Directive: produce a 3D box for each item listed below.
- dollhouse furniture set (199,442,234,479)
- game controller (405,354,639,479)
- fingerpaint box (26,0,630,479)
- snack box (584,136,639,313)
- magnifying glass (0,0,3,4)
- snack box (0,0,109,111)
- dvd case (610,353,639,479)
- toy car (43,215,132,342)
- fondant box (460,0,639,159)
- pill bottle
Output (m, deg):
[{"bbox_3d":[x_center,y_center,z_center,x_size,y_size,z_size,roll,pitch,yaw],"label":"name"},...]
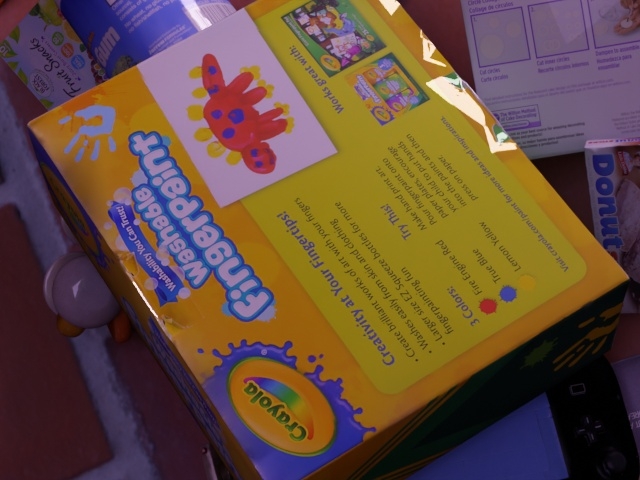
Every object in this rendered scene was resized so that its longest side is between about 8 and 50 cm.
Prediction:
[{"bbox_3d":[-0.051,0.161,1.681,0.129,0.129,0.183,-20,79,17],"label":"dollhouse furniture set"},{"bbox_3d":[0.135,0.196,1.570,0.319,0.067,0.166,-11,80,-8],"label":"game controller"},{"bbox_3d":[0.000,0.000,1.554,0.371,0.163,0.445,-31,64,-14],"label":"fingerpaint box"},{"bbox_3d":[0.293,-0.013,1.584,0.064,0.022,0.178,-2,116,20],"label":"snack box"},{"bbox_3d":[-0.346,-0.312,1.884,0.092,0.026,0.231,40,99,18],"label":"magnifying glass"},{"bbox_3d":[-0.278,-0.195,1.842,0.100,0.037,0.141,-46,73,12],"label":"snack box"},{"bbox_3d":[0.291,0.231,1.612,0.164,0.018,0.221,-20,79,17],"label":"dvd case"},{"bbox_3d":[-0.211,0.020,1.757,0.136,0.159,0.182,13,89,-14],"label":"toy car"},{"bbox_3d":[0.254,-0.254,1.583,0.238,0.096,0.330,-8,100,19],"label":"fondant box"},{"bbox_3d":[-0.187,-0.249,1.753,0.152,0.152,0.272,-41,73,12],"label":"pill bottle"}]
